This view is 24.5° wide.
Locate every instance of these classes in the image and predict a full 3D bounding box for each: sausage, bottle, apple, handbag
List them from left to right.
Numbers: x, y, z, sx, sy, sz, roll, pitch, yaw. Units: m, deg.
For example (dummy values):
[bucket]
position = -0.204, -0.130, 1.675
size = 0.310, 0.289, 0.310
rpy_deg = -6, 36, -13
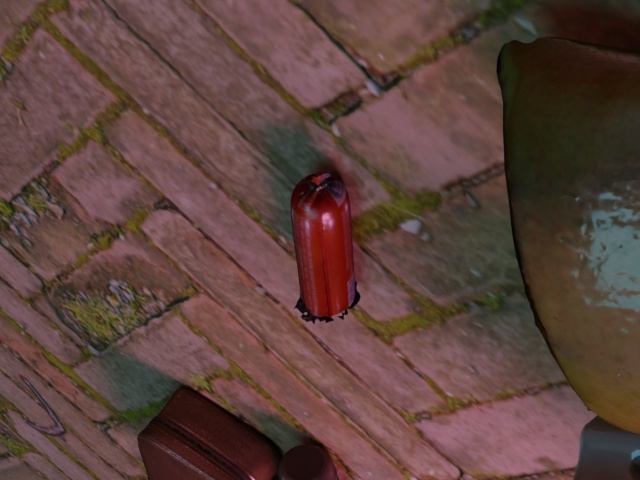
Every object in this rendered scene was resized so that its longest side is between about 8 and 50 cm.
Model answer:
[handbag]
position = -0.101, 0.242, 1.469
size = 0.151, 0.072, 0.193
rpy_deg = 29, 149, 18
[bottle]
position = -0.003, 0.244, 1.372
size = 0.053, 0.053, 0.140
rpy_deg = 23, 148, 28
[sausage]
position = 0.000, 0.000, 1.011
size = 0.145, 0.050, 0.048
rpy_deg = 84, 170, -54
[apple]
position = 0.201, 0.021, 0.734
size = 0.193, 0.120, 0.265
rpy_deg = 0, 137, 35

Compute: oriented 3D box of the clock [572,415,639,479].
[clock]
position = 0.252, 0.235, 0.834
size = 0.231, 0.116, 0.262
rpy_deg = 6, 102, 38
